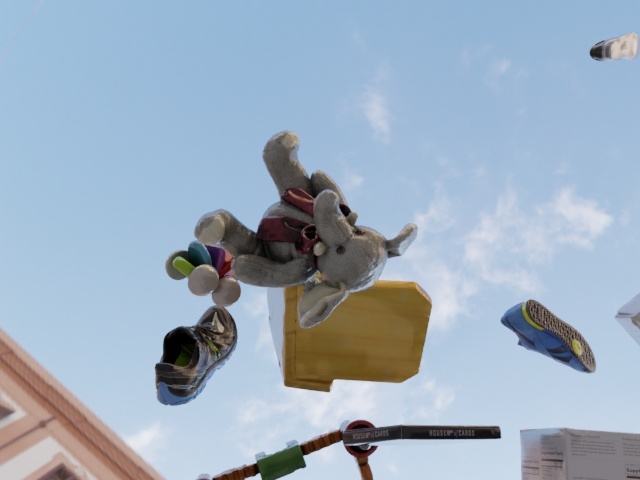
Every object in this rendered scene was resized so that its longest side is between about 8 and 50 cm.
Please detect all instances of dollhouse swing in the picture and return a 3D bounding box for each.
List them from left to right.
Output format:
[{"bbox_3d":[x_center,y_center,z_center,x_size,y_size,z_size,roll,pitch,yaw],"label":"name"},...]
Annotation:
[{"bbox_3d":[0.050,0.139,1.442,0.305,0.315,0.346,-7,-52,-11],"label":"dollhouse swing"}]

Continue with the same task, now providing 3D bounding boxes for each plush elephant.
[{"bbox_3d":[0.000,0.000,1.062,0.256,0.272,0.330,-1,-52,51],"label":"plush elephant"}]

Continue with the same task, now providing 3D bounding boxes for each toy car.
[{"bbox_3d":[-0.258,0.063,1.464,0.159,0.182,0.136,26,-96,44],"label":"toy car"}]

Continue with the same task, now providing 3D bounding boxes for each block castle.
[{"bbox_3d":[-0.053,0.610,1.403,0.454,0.213,0.302,-17,-97,-11],"label":"block castle"}]

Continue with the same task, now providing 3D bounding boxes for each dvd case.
[{"bbox_3d":[0.189,0.366,1.174,0.179,0.239,0.029,-31,-124,52],"label":"dvd case"}]

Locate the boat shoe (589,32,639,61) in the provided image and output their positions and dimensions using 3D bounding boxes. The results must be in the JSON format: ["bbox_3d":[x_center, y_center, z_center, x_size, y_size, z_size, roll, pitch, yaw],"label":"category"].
[{"bbox_3d":[0.542,-0.353,1.147,0.040,0.142,0.049,12,-67,46],"label":"boat shoe"}]

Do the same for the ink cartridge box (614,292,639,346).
[{"bbox_3d":[0.448,0.114,0.705,0.127,0.072,0.175,-39,-100,1],"label":"ink cartridge box"}]

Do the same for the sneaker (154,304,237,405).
[{"bbox_3d":[-0.164,0.139,0.838,0.067,0.188,0.078,1,-65,16],"label":"sneaker"}]

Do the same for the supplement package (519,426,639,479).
[{"bbox_3d":[0.501,0.400,1.061,0.262,0.204,0.145,5,-108,-2],"label":"supplement package"}]

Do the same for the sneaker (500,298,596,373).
[{"bbox_3d":[0.442,0.194,1.216,0.209,0.069,0.082,37,-45,-11],"label":"sneaker"}]
